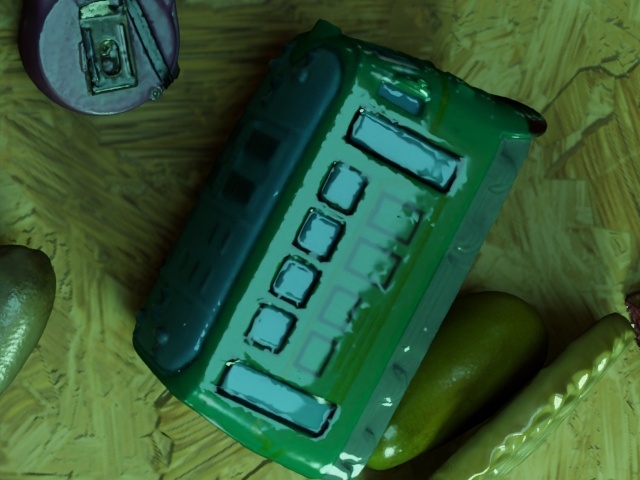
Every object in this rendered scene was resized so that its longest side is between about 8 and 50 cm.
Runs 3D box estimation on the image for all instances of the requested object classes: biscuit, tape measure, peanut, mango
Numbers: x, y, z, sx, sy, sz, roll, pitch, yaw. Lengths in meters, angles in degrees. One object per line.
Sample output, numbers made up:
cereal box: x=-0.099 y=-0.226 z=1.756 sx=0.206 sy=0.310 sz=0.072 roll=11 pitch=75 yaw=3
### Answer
biscuit: x=0.173 y=0.168 z=1.335 sx=0.309 sy=0.204 sz=0.040 roll=-41 pitch=76 yaw=-11
tape measure: x=-0.163 y=-0.156 z=1.121 sx=0.118 sy=0.074 sz=0.125 roll=-16 pitch=110 yaw=-21
peanut: x=-0.253 y=0.071 z=1.144 sx=0.076 sy=0.076 sz=0.152 roll=28 pitch=95 yaw=-30
mango: x=0.104 y=0.122 z=1.301 sx=0.227 sy=0.136 sz=0.099 roll=-34 pitch=74 yaw=-35

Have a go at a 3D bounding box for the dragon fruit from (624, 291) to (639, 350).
dragon fruit: x=0.412 y=0.156 z=1.453 sx=0.126 sy=0.161 sz=0.274 roll=-28 pitch=114 yaw=-14

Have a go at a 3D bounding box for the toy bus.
toy bus: x=0.000 y=0.000 z=1.190 sx=0.199 sy=0.183 sz=0.343 roll=27 pitch=91 yaw=-25
